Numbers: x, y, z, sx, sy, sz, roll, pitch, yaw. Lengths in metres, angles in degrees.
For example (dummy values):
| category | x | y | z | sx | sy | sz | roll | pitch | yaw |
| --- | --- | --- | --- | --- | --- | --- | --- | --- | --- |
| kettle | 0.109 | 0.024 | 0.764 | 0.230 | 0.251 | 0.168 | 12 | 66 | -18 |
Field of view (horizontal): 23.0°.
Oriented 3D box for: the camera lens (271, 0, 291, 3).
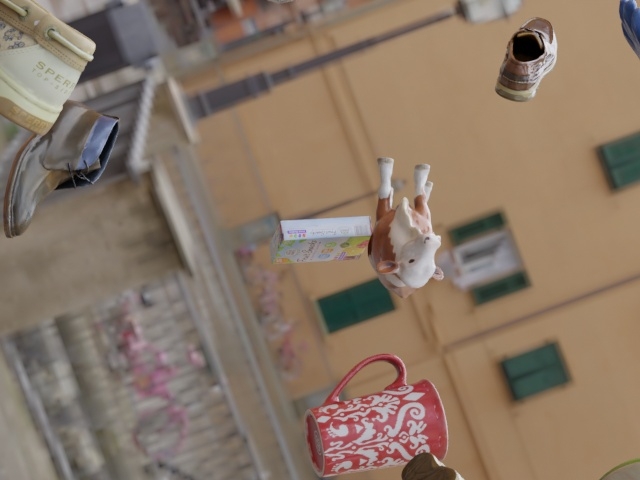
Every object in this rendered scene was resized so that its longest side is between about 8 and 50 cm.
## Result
| category | x | y | z | sx | sy | sz | roll | pitch | yaw |
| --- | --- | --- | --- | --- | --- | --- | --- | --- | --- |
| camera lens | 0.038 | -0.369 | 1.611 | 0.219 | 0.274 | 0.219 | 169 | -90 | -85 |

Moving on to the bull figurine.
| category | x | y | z | sx | sy | sz | roll | pitch | yaw |
| --- | --- | --- | --- | --- | --- | --- | --- | --- | --- |
| bull figurine | 0.119 | -0.008 | 2.234 | 0.310 | 0.101 | 0.188 | 98 | -5 | -79 |

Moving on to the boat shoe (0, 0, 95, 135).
| category | x | y | z | sx | sy | sz | roll | pitch | yaw |
| --- | --- | --- | --- | --- | --- | --- | --- | --- | --- |
| boat shoe | -0.264 | -0.199 | 1.246 | 0.285 | 0.089 | 0.104 | 50 | 14 | 31 |

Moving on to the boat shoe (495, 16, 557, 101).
| category | x | y | z | sx | sy | sz | roll | pitch | yaw |
| --- | --- | --- | --- | --- | --- | --- | --- | --- | --- |
| boat shoe | 0.274 | -0.247 | 2.046 | 0.178 | 0.064 | 0.060 | -60 | 163 | -50 |

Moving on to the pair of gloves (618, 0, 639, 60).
| category | x | y | z | sx | sy | sz | roll | pitch | yaw |
| --- | --- | --- | --- | --- | --- | --- | --- | --- | --- |
| pair of gloves | 0.419 | -0.212 | 1.923 | 0.159 | 0.023 | 0.198 | 61 | 2 | -23 |

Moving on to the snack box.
| category | x | y | z | sx | sy | sz | roll | pitch | yaw |
| --- | --- | --- | --- | --- | --- | --- | --- | --- | --- |
| snack box | 0.000 | 0.000 | 2.405 | 0.100 | 0.141 | 0.037 | 117 | -32 | -64 |

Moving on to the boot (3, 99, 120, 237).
| category | x | y | z | sx | sy | sz | roll | pitch | yaw |
| --- | --- | --- | --- | --- | --- | --- | --- | --- | --- |
| boot | -0.340 | -0.093 | 2.057 | 0.082 | 0.106 | 0.219 | 93 | 11 | -62 |

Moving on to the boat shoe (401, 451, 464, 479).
| category | x | y | z | sx | sy | sz | roll | pitch | yaw |
| --- | --- | --- | --- | --- | --- | --- | --- | --- | --- |
| boat shoe | 0.136 | 0.286 | 1.843 | 0.045 | 0.050 | 0.135 | 46 | -7 | -17 |

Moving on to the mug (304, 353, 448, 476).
| category | x | y | z | sx | sy | sz | roll | pitch | yaw |
| --- | --- | --- | --- | --- | --- | --- | --- | --- | --- |
| mug | 0.066 | 0.243 | 2.103 | 0.150 | 0.169 | 0.113 | -115 | -159 | -43 |

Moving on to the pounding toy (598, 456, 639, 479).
| category | x | y | z | sx | sy | sz | roll | pitch | yaw |
| --- | --- | --- | --- | --- | --- | --- | --- | --- | --- |
| pounding toy | 0.378 | 0.321 | 1.660 | 0.110 | 0.183 | 0.236 | -39 | 114 | -65 |
